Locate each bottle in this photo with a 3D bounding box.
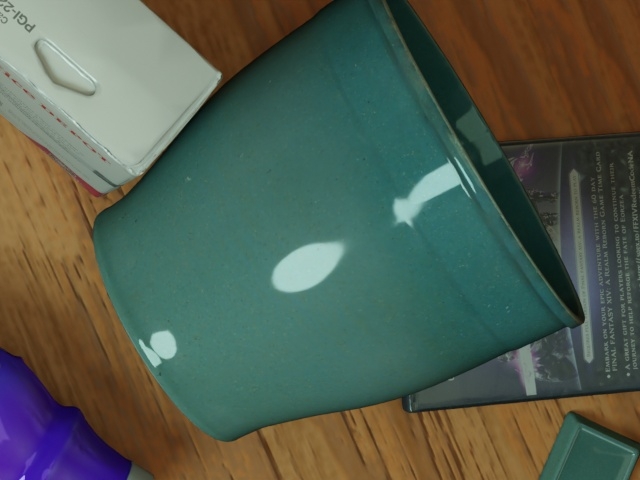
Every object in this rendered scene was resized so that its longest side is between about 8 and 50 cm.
[{"bbox_3d":[-0.250,0.121,1.307,0.283,0.092,0.118,30,84,-10],"label":"bottle"}]

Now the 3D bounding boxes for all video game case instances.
[{"bbox_3d":[0.189,0.020,1.436,0.274,0.026,0.196,-4,90,-11],"label":"video game case"}]

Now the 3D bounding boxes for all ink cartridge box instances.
[{"bbox_3d":[-0.166,-0.116,1.265,0.158,0.218,0.092,42,81,-8],"label":"ink cartridge box"}]

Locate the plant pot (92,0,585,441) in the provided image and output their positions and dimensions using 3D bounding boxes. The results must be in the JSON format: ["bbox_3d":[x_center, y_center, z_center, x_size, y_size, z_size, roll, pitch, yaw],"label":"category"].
[{"bbox_3d":[0.000,0.000,1.280,0.255,0.271,0.272,-31,96,10],"label":"plant pot"}]

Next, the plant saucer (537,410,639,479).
[{"bbox_3d":[0.179,0.229,1.434,0.067,0.018,0.192,26,83,-11],"label":"plant saucer"}]
